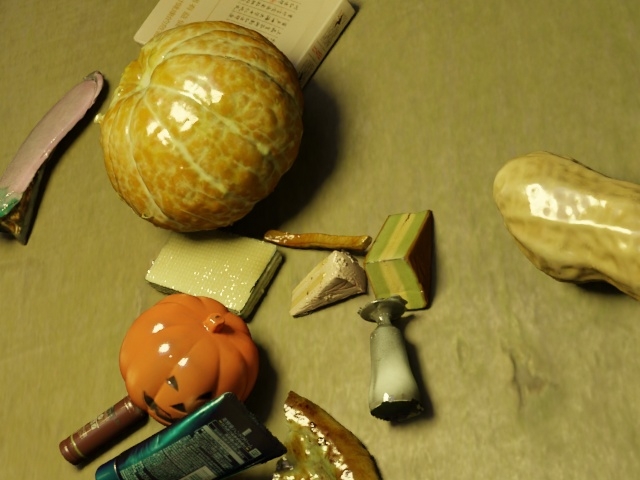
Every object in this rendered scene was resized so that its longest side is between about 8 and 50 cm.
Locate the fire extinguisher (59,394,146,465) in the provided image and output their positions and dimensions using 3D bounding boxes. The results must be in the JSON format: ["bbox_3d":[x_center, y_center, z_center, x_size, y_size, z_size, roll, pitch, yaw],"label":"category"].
[{"bbox_3d":[-0.303,0.266,1.748,0.158,0.043,0.064,-34,8,6],"label":"fire extinguisher"}]

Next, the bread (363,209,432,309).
[{"bbox_3d":[0.119,0.026,1.674,0.074,0.084,0.139,-11,26,24],"label":"bread"}]

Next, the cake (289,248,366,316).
[{"bbox_3d":[-0.002,0.062,1.694,0.121,0.065,0.052,-23,50,24],"label":"cake"}]

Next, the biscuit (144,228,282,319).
[{"bbox_3d":[-0.160,0.042,1.805,0.199,0.040,0.121,17,68,36],"label":"biscuit"}]

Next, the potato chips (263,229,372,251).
[{"bbox_3d":[0.000,0.000,1.727,0.204,0.037,0.026,5,74,45],"label":"potato chips"}]

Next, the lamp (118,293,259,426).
[{"bbox_3d":[-0.173,0.158,1.640,0.164,0.188,0.187,-55,43,32],"label":"lamp"}]

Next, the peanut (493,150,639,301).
[{"bbox_3d":[0.345,-0.010,1.485,0.313,0.152,0.152,25,76,34],"label":"peanut"}]

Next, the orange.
[{"bbox_3d":[-0.178,-0.170,1.786,0.329,0.249,0.329,-37,34,30],"label":"orange"}]

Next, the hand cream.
[{"bbox_3d":[-0.179,0.287,1.597,0.270,0.120,0.061,-28,23,31],"label":"hand cream"}]

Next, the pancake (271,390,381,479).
[{"bbox_3d":[-0.009,0.359,1.518,0.197,0.054,0.376,-26,51,15],"label":"pancake"}]

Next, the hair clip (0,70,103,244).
[{"bbox_3d":[-0.480,-0.152,2.088,0.096,0.110,0.358,24,65,-4],"label":"hair clip"}]

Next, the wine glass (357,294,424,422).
[{"bbox_3d":[0.091,0.153,1.574,0.072,0.072,0.155,-19,55,19],"label":"wine glass"}]

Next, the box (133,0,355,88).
[{"bbox_3d":[-0.135,-0.361,2.026,0.365,0.051,0.204,26,77,38],"label":"box"}]
